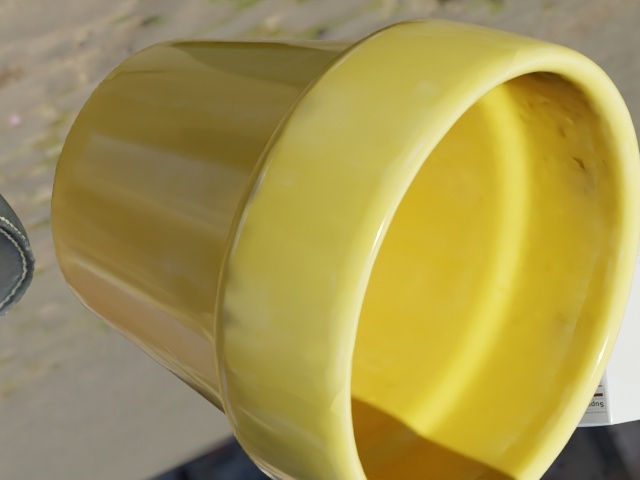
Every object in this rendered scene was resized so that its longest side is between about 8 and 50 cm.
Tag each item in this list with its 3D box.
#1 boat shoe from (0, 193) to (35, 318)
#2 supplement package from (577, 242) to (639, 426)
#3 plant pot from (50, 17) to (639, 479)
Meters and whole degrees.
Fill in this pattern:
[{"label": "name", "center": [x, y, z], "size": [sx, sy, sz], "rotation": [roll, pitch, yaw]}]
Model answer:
[{"label": "boat shoe", "center": [-0.147, 0.014, 0.659], "size": [0.084, 0.079, 0.233], "rotation": [-48, 167, 3]}, {"label": "supplement package", "center": [0.232, 0.049, 1.696], "size": [0.149, 0.203, 0.194], "rotation": [-7, 177, 43]}, {"label": "plant pot", "center": [0.000, 0.000, 1.033], "size": [0.239, 0.254, 0.254], "rotation": [18, -157, 36]}]
